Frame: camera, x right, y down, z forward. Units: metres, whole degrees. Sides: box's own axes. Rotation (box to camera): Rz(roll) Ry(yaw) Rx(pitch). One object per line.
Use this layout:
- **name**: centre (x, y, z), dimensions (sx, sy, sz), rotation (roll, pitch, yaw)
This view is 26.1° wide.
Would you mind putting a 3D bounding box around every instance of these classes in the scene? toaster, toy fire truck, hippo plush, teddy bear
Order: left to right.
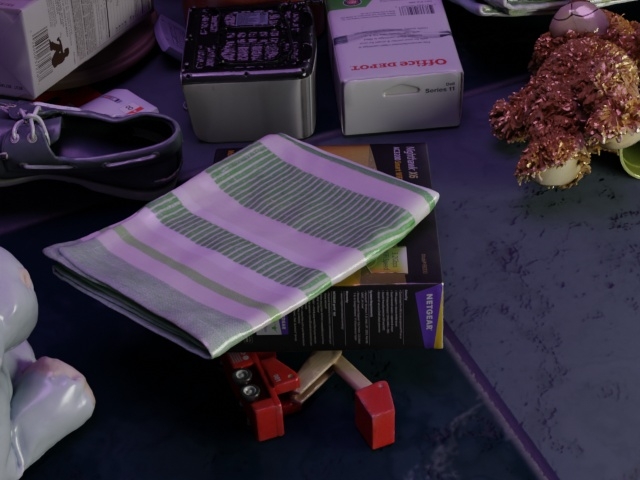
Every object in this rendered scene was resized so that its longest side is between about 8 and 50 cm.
- **hippo plush**: centre (-0.360, 0.125, 1.249), dimensions (0.234, 0.236, 0.294), rotation (12, 43, 17)
- **toaster**: centre (-0.079, -0.215, 1.717), dimensions (0.185, 0.110, 0.168), rotation (-3, 42, 1)
- **toy fire truck**: centre (-0.019, 0.136, 1.356), dimensions (0.135, 0.047, 0.192), rotation (-15, 40, -15)
- **teddy bear**: centre (0.306, -0.185, 1.609), dimensions (0.245, 0.113, 0.338), rotation (-26, 26, 46)

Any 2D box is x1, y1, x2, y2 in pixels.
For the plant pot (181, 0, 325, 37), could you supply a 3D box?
- **plant pot**: centre (-0.085, -0.405, 1.812), dimensions (0.272, 0.265, 0.272), rotation (0, 39, 0)

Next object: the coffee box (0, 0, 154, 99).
- **coffee box**: centre (-0.351, -0.295, 1.714), dimensions (0.168, 0.119, 0.297), rotation (10, 33, 20)

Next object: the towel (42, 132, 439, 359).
- **towel**: centre (-0.071, -0.009, 1.347), dimensions (0.248, 0.038, 0.325), rotation (24, 39, 37)

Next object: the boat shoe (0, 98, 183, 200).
- **boat shoe**: centre (-0.311, -0.124, 1.569), dimensions (0.319, 0.099, 0.116), rotation (9, 55, -13)

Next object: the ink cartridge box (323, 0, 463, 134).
- **ink cartridge box**: centre (0.089, -0.229, 1.738), dimensions (0.153, 0.087, 0.208), rotation (-5, 40, -2)

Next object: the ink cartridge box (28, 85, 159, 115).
- **ink cartridge box**: centre (-0.308, -0.154, 1.716), dimensions (0.145, 0.045, 0.179), rotation (-33, 52, -30)

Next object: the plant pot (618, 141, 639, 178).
- **plant pot**: centre (0.373, -0.126, 1.613), dimensions (0.083, 0.083, 0.079), rotation (-11, 30, -8)

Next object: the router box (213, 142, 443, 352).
- **router box**: centre (0.000, 0.000, 1.445), dimensions (0.243, 0.081, 0.309), rotation (-2, 30, 1)

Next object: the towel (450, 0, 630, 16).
- **towel**: centre (0.295, -0.387, 1.858), dimensions (0.320, 0.090, 0.374), rotation (-12, 26, -14)

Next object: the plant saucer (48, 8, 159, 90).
- **plant saucer**: centre (-0.354, -0.286, 1.858), dimensions (0.278, 0.041, 0.278), rotation (-3, 37, 3)

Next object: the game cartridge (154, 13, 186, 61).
- **game cartridge**: centre (-0.194, -0.266, 1.832), dimensions (0.017, 0.056, 0.083), rotation (-44, 37, 21)
